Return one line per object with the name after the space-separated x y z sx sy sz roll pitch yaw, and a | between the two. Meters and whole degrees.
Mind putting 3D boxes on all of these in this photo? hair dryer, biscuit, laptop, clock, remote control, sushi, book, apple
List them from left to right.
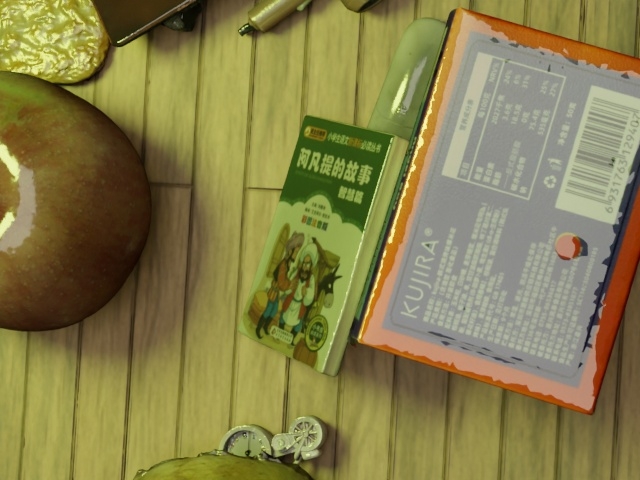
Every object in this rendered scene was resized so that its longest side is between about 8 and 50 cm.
-0.369 -0.242 1.993 0.247 0.029 0.118 1 88 10 | biscuit
-0.340 -0.045 1.878 0.306 0.235 0.305 0 90 9 | apple
-0.173 -0.322 1.937 0.207 0.026 0.154 -32 60 7 | laptop
-0.167 -0.283 1.960 0.046 0.044 0.083 4 82 28 | sushi
-0.051 0.244 1.918 0.129 0.041 0.087 -18 81 14 | clock
-0.018 -0.284 1.925 0.182 0.064 0.117 -35 84 15 | hair dryer
0.000 0.000 1.855 0.027 0.202 0.264 17 92 -30 | book
0.095 -0.143 1.903 0.073 0.044 0.229 21 91 6 | remote control

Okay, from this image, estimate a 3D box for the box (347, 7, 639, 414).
0.202 -0.028 1.739 0.257 0.318 0.348 17 92 5 | box

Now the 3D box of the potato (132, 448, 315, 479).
-0.127 0.362 1.820 0.285 0.242 0.242 -10 87 10 | potato
